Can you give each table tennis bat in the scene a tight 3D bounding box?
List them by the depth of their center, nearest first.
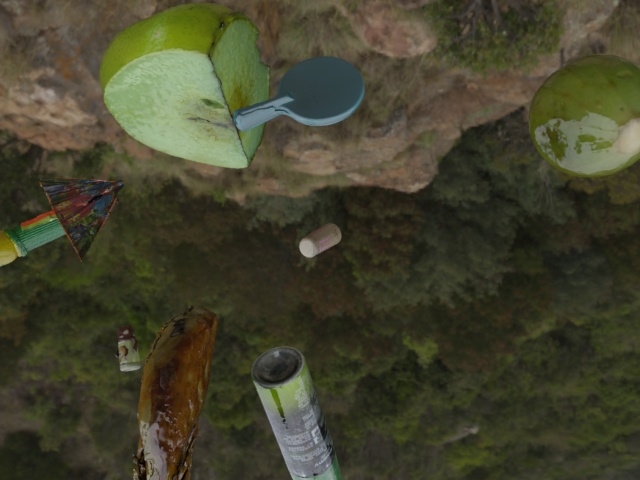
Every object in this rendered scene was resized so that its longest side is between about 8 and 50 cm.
[{"bbox_3d":[-0.033,-0.208,0.969,0.201,0.124,0.033,-23,153,-7],"label":"table tennis bat"}]

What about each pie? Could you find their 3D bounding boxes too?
[{"bbox_3d":[-0.205,0.249,0.903,0.085,0.309,0.308,10,151,-8],"label":"pie"}]

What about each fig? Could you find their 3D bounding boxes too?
[{"bbox_3d":[0.444,-0.203,1.079,0.207,0.207,0.230,-6,-174,24],"label":"fig"}]

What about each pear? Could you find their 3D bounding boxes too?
[{"bbox_3d":[-0.228,-0.261,1.088,0.292,0.160,0.292,7,149,4],"label":"pear"}]

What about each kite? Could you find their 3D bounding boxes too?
[{"bbox_3d":[-0.402,-0.053,1.090,0.183,0.241,0.014,-25,140,-14],"label":"kite"}]

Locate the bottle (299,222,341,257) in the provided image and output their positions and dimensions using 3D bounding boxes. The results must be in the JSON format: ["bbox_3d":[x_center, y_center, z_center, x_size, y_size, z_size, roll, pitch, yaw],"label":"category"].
[{"bbox_3d":[0.000,0.000,1.294,0.045,0.096,0.045,13,115,29],"label":"bottle"}]

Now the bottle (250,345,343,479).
[{"bbox_3d":[-0.033,0.331,1.144,0.093,0.093,0.330,-2,126,19],"label":"bottle"}]

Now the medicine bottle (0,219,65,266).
[{"bbox_3d":[-0.687,0.017,1.420,0.308,0.076,0.111,-26,-174,-28],"label":"medicine bottle"}]

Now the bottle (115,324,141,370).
[{"bbox_3d":[-0.434,0.241,1.486,0.063,0.101,0.047,-15,165,6],"label":"bottle"}]
